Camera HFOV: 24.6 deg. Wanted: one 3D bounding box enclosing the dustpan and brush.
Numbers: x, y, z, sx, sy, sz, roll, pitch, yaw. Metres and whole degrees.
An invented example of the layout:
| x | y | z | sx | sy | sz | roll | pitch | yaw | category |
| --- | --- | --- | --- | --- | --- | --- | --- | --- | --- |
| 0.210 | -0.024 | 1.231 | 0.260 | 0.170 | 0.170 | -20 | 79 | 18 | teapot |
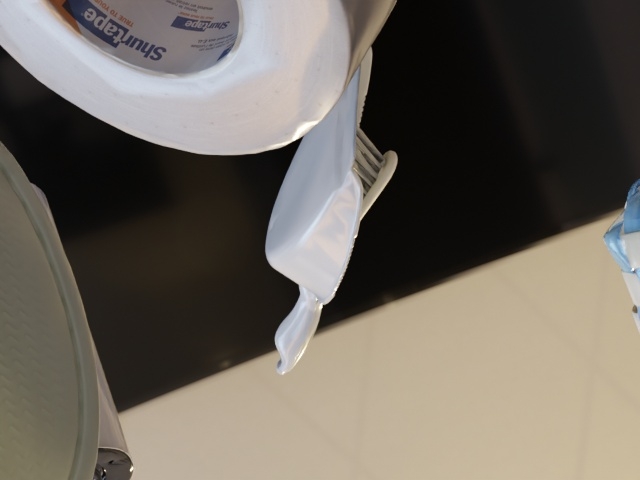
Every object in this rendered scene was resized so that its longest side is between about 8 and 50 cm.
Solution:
| x | y | z | sx | sy | sz | roll | pitch | yaw | category |
| --- | --- | --- | --- | --- | --- | --- | --- | --- | --- |
| 0.000 | 0.000 | 0.866 | 0.211 | 0.060 | 0.147 | -57 | -164 | 34 | dustpan and brush |

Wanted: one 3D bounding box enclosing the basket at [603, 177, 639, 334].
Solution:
| x | y | z | sx | sy | sz | roll | pitch | yaw | category |
| --- | --- | --- | --- | --- | --- | --- | --- | --- | --- |
| 0.350 | -0.022 | 0.929 | 0.289 | 0.201 | 0.255 | -18 | -162 | 42 | basket |

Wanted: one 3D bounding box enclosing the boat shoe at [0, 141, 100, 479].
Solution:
| x | y | z | sx | sy | sz | roll | pitch | yaw | category |
| --- | --- | --- | --- | --- | --- | --- | --- | --- | --- |
| -0.127 | 0.108 | 0.439 | 0.091 | 0.302 | 0.114 | -20 | 157 | 34 | boat shoe |

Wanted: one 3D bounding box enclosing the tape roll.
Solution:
| x | y | z | sx | sy | sz | roll | pitch | yaw | category |
| --- | --- | --- | --- | --- | --- | --- | --- | --- | --- |
| -0.073 | -0.141 | 0.683 | 0.219 | 0.219 | 0.072 | -12 | -140 | 43 | tape roll |

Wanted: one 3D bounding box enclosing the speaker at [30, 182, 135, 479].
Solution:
| x | y | z | sx | sy | sz | roll | pitch | yaw | category |
| --- | --- | --- | --- | --- | --- | --- | --- | --- | --- |
| -0.118 | 0.043 | 0.587 | 0.055 | 0.136 | 0.055 | -17 | 147 | -11 | speaker |
